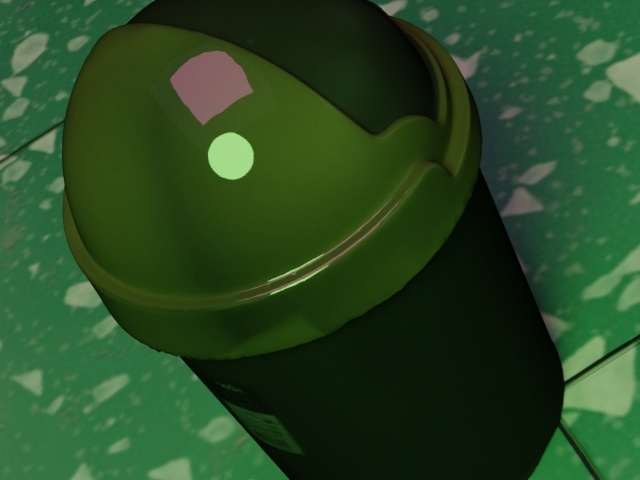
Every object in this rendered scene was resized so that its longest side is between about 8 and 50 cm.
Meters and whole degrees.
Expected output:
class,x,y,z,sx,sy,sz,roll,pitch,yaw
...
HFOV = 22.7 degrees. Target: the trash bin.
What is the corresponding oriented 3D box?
class,x,y,z,sx,sy,sz,roll,pitch,yaw
trash bin,0.000,0.000,0.831,0.214,0.334,0.214,-18,45,19
